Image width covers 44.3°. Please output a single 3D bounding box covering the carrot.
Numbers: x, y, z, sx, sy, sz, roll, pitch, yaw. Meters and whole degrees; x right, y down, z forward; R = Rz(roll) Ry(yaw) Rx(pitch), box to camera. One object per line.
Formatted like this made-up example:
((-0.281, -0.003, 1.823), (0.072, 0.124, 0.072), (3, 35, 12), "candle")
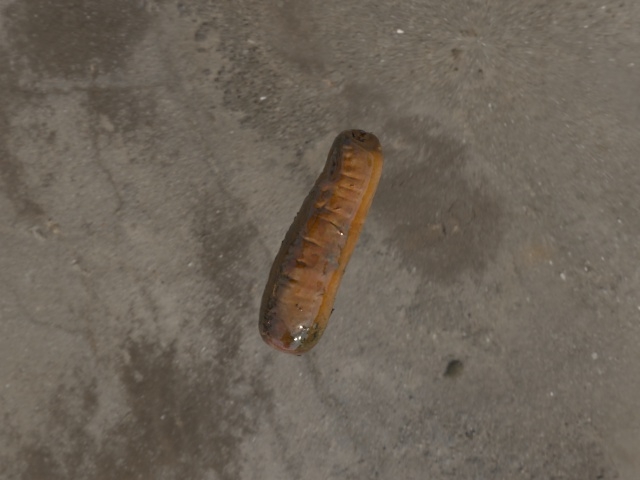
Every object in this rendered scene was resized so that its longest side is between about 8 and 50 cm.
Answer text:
((0.000, 0.000, 0.612), (0.060, 0.060, 0.186), (21, 93, 6), "carrot")
